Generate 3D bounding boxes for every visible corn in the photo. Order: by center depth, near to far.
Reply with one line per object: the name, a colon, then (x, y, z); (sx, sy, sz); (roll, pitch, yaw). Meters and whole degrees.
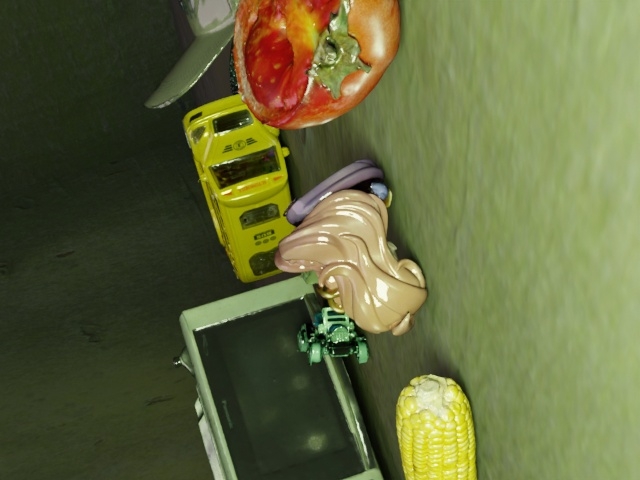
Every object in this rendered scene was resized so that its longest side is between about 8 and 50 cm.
corn: (0.104, 0.191, 0.827); (0.067, 0.067, 0.206); (-115, 9, -47)

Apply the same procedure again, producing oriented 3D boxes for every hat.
hat: (-0.170, -0.296, 1.245); (0.149, 0.245, 0.214); (53, 175, -13)

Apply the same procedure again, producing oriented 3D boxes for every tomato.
tomato: (0.009, -0.156, 0.661); (0.139, 0.091, 0.159); (52, 133, 45)

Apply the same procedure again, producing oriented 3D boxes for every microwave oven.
microwave oven: (-0.059, 0.303, 1.491); (0.333, 0.247, 0.394); (82, 169, -66)

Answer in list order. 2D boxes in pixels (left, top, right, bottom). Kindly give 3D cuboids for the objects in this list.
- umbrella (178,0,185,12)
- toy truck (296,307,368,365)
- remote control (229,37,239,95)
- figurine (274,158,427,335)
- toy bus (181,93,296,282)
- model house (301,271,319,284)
umbrella: (-0.227, -0.455, 1.670); (0.349, 0.094, 0.143); (-115, 15, -55)
toy truck: (0.013, 0.123, 1.302); (0.154, 0.080, 0.078); (-165, 75, -81)
remote control: (-0.124, -0.260, 1.548); (0.222, 0.042, 0.072); (106, 146, -74)
figurine: (0.025, 0.014, 0.823); (0.114, 0.126, 0.157); (10, -126, -49)
toy bus: (-0.114, -0.079, 1.495); (0.330, 0.144, 0.152); (81, 169, -55)
model house: (0.000, 0.000, 1.140); (0.079, 0.066, 0.083); (98, 155, -69)
